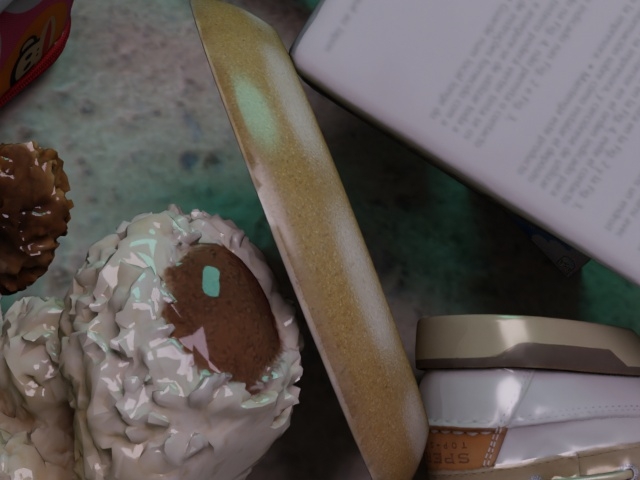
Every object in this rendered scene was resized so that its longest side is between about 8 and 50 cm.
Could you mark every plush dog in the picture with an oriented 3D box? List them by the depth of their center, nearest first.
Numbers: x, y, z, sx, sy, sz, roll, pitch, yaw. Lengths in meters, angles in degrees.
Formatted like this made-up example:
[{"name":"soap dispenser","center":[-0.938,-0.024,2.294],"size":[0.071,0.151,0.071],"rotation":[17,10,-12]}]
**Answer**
[{"name":"plush dog","center":[-0.164,0.075,0.440],"size":[0.262,0.211,0.225],"rotation":[-27,55,-29]}]

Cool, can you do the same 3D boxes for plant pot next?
[{"name":"plant pot","center":[0.000,0.000,0.505],"size":[0.032,0.236,0.236],"rotation":[-22,68,0]}]

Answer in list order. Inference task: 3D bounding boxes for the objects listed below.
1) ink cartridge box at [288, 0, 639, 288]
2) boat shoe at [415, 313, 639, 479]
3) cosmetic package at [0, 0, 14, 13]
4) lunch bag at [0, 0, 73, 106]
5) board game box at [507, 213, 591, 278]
[{"name":"ink cartridge box","center":[0.224,-0.111,0.539],"size":[0.385,0.091,0.308],"rotation":[32,95,-2]},{"name":"boat shoe","center":[0.183,0.106,0.600],"size":[0.302,0.113,0.103],"rotation":[8,79,-21]},{"name":"cosmetic package","center":[-0.240,-0.136,0.359],"size":[0.230,0.161,0.453],"rotation":[27,51,5]},{"name":"lunch bag","center":[-0.267,-0.171,0.557],"size":[0.293,0.120,0.258],"rotation":[37,53,2]},{"name":"board game box","center":[0.141,-0.034,0.665],"size":[0.020,0.090,0.090],"rotation":[-37,79,-33]}]
